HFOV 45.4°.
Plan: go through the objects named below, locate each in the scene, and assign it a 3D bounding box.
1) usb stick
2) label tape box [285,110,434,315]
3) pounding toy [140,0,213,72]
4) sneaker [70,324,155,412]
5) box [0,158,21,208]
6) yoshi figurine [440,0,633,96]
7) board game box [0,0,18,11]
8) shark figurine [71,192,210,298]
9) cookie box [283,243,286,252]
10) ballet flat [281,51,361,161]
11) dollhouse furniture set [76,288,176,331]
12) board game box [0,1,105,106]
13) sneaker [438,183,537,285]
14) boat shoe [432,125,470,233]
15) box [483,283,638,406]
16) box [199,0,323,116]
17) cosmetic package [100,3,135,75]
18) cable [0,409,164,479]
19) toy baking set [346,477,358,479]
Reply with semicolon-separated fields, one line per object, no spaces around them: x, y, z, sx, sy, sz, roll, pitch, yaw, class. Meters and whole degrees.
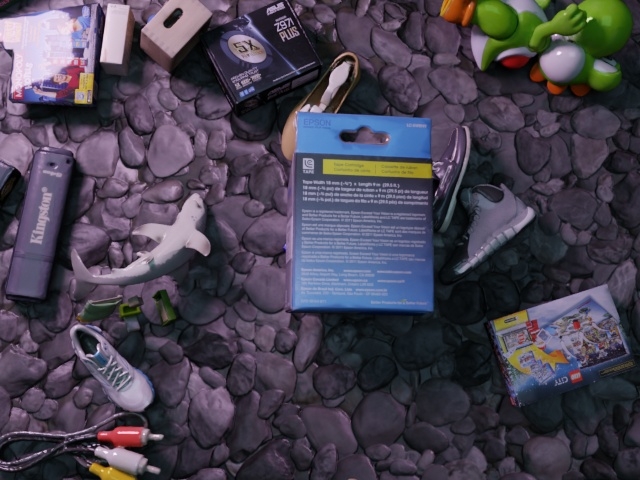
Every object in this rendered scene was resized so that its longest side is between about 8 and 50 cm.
-0.488;-0.027;1.336;0.077;0.045;0.278;9;79;-3;usb stick
0.066;-0.040;1.315;0.241;0.106;0.333;2;81;-7;label tape box
-0.264;-0.397;1.388;0.100;0.130;0.141;41;79;-10;pounding toy
-0.354;0.212;1.275;0.191;0.083;0.071;42;75;10;sneaker
-0.655;-0.070;1.325;0.175;0.051;0.220;29;79;-1;box
0.417;-0.414;1.413;0.362;0.203;0.203;25;72;-3;yoshi figurine
-0.581;-0.561;1.422;0.317;0.046;0.213;-36;86;-10;board game box
-0.285;0.046;1.319;0.278;0.116;0.166;-32;51;-17;shark figurine
0.000;0.000;1.376;0.092;0.040;0.107;37;80;1;cookie box
-0.001;-0.251;1.404;0.080;0.073;0.232;30;79;-1;ballet flat
-0.327;0.128;1.293;0.152;0.076;0.058;-9;72;-38;dollhouse furniture set
-0.497;-0.333;1.381;0.194;0.060;0.194;2;80;-4;board game box
0.271;-0.025;1.391;0.229;0.086;0.132;-35;80;-20;sneaker
0.223;-0.118;1.401;0.065;0.075;0.206;16;84;-5;boat shoe
0.431;0.188;1.379;0.233;0.044;0.159;-16;82;-8;box
-0.108;-0.336;1.407;0.180;0.077;0.147;-26;83;-9;box
-0.370;-0.366;1.399;0.041;0.060;0.115;5;78;-3;cosmetic package
-0.399;0.336;1.267;0.287;0.072;0.139;10;74;-3;cable
0.094;0.517;1.299;0.256;0.030;0.196;14;79;-2;toy baking set
